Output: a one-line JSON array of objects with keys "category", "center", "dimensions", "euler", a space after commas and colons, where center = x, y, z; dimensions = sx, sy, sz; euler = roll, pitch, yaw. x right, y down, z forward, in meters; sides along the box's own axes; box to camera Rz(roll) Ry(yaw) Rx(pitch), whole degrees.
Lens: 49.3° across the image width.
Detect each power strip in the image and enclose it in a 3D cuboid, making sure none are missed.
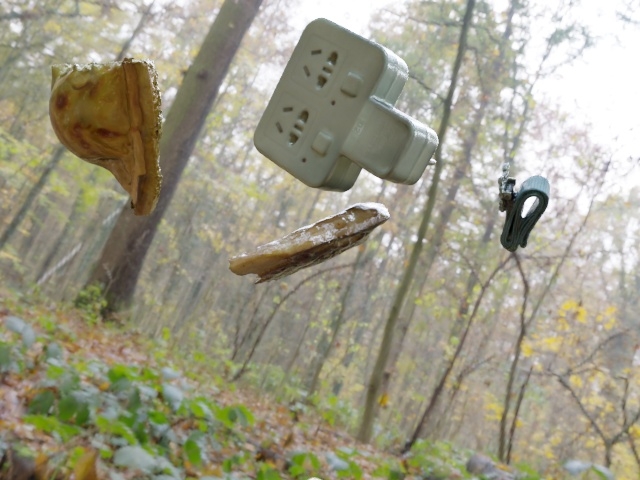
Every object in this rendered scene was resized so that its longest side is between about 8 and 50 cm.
[{"category": "power strip", "center": [0.058, -0.180, 1.059], "dimensions": [0.261, 0.229, 0.141], "euler": [36, 18, 29]}]

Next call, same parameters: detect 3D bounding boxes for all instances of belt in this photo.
[{"category": "belt", "center": [0.371, -0.053, 1.331], "dimensions": [0.100, 0.065, 0.179], "euler": [18, -42, 12]}]

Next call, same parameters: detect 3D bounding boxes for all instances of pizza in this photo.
[{"category": "pizza", "center": [-0.274, -0.129, 0.872], "dimensions": [0.188, 0.204, 0.080], "euler": [14, 29, 34]}]

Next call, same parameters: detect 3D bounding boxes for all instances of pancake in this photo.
[{"category": "pancake", "center": [0.000, 0.001, 1.073], "dimensions": [0.212, 0.056, 0.257], "euler": [-28, -6, 18]}]

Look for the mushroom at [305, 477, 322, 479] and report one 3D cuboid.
[{"category": "mushroom", "center": [-0.040, 0.516, 1.327], "dimensions": [0.112, 0.148, 0.148], "euler": [58, 0, 21]}]
